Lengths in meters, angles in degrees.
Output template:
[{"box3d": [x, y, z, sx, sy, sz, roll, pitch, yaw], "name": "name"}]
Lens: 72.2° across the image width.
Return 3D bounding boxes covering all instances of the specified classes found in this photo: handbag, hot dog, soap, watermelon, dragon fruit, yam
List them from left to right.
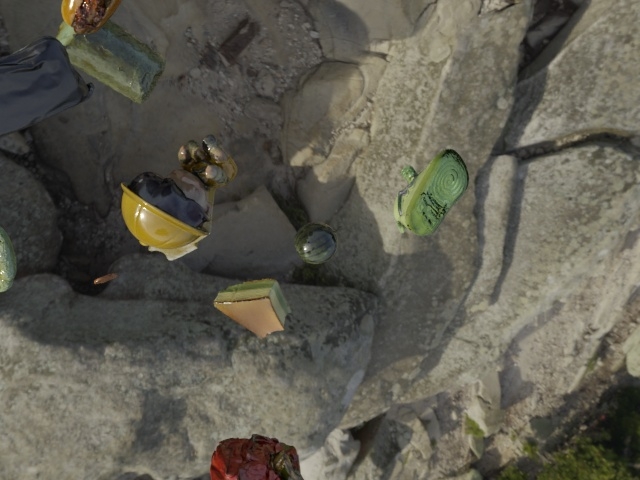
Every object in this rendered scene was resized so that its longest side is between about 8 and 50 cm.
[{"box3d": [-0.758, -0.377, 1.102, 0.332, 0.075, 0.192, -34, 153, -18], "name": "handbag"}, {"box3d": [-0.459, -0.538, 0.915, 0.249, 0.076, 0.102, -41, 135, 24], "name": "hot dog"}, {"box3d": [-0.651, -0.579, 1.384, 0.300, 0.195, 0.195, 26, 105, -46], "name": "yam"}, {"box3d": [-0.509, -0.102, 1.650, 0.259, 0.281, 0.143, -27, 134, 27], "name": "soap"}, {"box3d": [-0.083, 0.285, 0.562, 0.106, 0.162, 0.083, -22, 99, -6], "name": "dragon fruit"}, {"box3d": [0.000, 0.000, 1.096, 0.133, 0.105, 0.105, -28, 121, -11], "name": "watermelon"}]

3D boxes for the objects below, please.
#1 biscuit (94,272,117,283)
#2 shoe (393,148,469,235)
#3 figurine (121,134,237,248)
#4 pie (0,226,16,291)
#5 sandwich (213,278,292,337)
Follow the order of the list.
[{"box3d": [-0.882, 0.155, 1.801, 0.091, 0.078, 0.015, -20, 83, -44], "name": "biscuit"}, {"box3d": [0.282, -0.133, 1.155, 0.140, 0.128, 0.262, 47, 67, -40], "name": "shoe"}, {"box3d": [-0.281, -0.093, 0.906, 0.257, 0.192, 0.167, -45, 141, -29], "name": "figurine"}, {"box3d": [-0.970, 0.040, 1.277, 0.240, 0.054, 0.241, 7, 108, 23], "name": "pie"}, {"box3d": [-0.229, 0.240, 1.517, 0.220, 0.108, 0.186, -7, 124, 20], "name": "sandwich"}]
